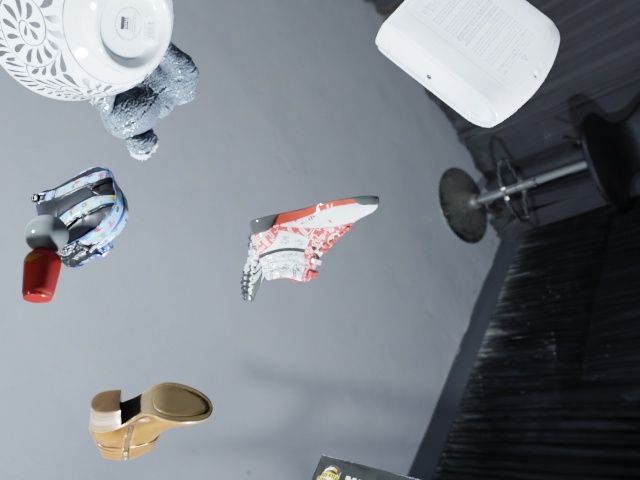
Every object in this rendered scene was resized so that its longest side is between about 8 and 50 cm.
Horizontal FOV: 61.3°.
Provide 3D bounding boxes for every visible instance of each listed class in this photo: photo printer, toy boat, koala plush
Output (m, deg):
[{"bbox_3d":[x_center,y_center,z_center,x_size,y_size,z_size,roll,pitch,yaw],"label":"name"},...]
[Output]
[{"bbox_3d":[0.302,-0.390,1.065,0.307,0.107,0.256,38,76,3],"label":"photo printer"},{"bbox_3d":[-0.557,0.004,0.816,0.318,0.267,0.148,13,59,-34],"label":"toy boat"},{"bbox_3d":[-0.368,-0.290,1.090,0.221,0.203,0.196,-74,152,-42],"label":"koala plush"}]

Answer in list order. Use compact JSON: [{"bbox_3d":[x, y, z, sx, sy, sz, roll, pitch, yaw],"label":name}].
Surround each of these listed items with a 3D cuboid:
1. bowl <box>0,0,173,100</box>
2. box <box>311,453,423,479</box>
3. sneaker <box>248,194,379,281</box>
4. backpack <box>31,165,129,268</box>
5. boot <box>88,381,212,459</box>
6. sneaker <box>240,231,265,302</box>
[{"bbox_3d":[-0.179,-0.187,0.449,0.170,0.080,0.170,-42,149,-33],"label":"bowl"},{"bbox_3d":[0.054,0.444,0.722,0.079,0.322,0.257,41,60,-18],"label":"box"},{"bbox_3d":[-0.001,0.000,1.098,0.270,0.090,0.145,-13,92,0],"label":"sneaker"},{"bbox_3d":[-0.435,-0.048,1.014,0.117,0.173,0.158,48,16,-58],"label":"backpack"},{"bbox_3d":[-0.408,0.456,1.306,0.283,0.220,0.109,-1,39,-15],"label":"boot"},{"bbox_3d":[-0.179,0.078,1.661,0.106,0.078,0.234,10,87,-27],"label":"sneaker"}]
